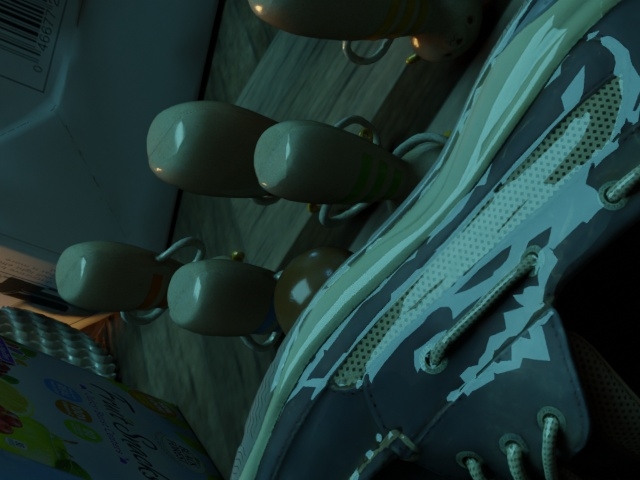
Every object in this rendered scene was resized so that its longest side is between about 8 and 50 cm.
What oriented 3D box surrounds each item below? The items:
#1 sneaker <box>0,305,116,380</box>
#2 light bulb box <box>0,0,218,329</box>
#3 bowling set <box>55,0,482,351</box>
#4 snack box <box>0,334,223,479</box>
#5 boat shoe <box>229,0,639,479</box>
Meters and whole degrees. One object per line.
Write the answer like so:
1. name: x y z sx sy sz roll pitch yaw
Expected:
1. sneaker: -0.213 0.171 1.262 0.146 0.102 0.293 -57 27 25
2. light bulb box: -0.268 -0.111 1.452 0.361 0.225 0.358 -24 50 55
3. bowling set: 0.000 0.000 0.965 0.287 0.154 0.200 -52 48 29
4. snack box: -0.148 0.135 1.075 0.070 0.174 0.207 -61 25 9
5. boat shoe: 0.080 0.049 0.720 0.130 0.132 0.355 42 109 46
